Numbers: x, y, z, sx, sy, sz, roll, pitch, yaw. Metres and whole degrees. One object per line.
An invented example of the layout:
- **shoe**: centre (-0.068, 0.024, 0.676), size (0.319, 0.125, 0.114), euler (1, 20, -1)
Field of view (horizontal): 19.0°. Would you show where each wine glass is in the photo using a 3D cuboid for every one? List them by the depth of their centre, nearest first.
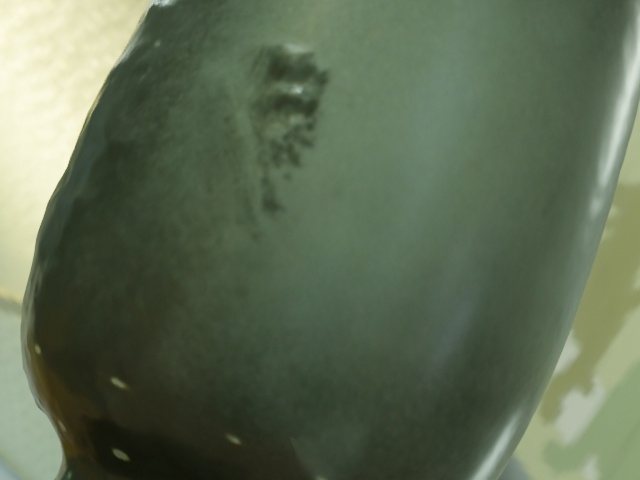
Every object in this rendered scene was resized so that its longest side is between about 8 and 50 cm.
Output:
- **wine glass**: centre (0.000, 0.000, 0.402), size (0.111, 0.204, 0.111), euler (24, -10, 4)
